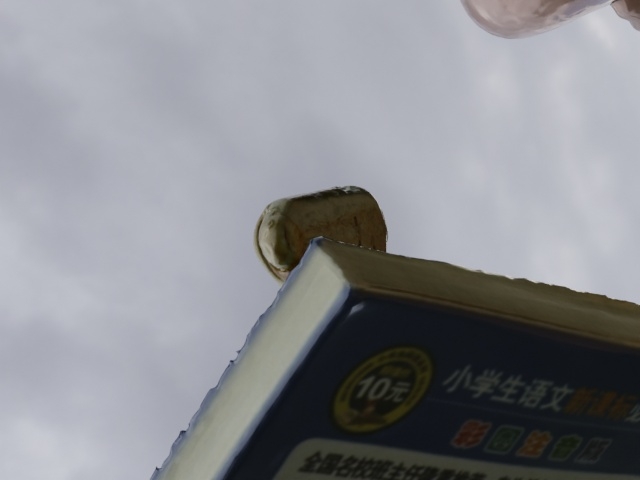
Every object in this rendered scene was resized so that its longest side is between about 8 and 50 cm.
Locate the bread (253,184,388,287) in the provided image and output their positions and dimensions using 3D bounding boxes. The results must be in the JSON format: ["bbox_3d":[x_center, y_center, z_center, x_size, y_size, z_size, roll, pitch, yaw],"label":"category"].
[{"bbox_3d":[0.000,0.000,0.774,0.088,0.034,0.049,-16,-92,-50],"label":"bread"}]

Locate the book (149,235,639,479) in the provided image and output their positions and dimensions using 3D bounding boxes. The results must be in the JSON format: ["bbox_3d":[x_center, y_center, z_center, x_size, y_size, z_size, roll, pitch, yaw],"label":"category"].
[{"bbox_3d":[0.001,0.194,0.729,0.300,0.428,0.039,14,-152,-43],"label":"book"}]

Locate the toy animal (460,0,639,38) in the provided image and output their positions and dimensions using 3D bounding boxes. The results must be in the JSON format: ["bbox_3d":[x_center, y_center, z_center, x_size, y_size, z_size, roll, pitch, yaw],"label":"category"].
[{"bbox_3d":[0.115,-0.240,0.995,0.221,0.230,0.210,12,-106,-80],"label":"toy animal"}]
